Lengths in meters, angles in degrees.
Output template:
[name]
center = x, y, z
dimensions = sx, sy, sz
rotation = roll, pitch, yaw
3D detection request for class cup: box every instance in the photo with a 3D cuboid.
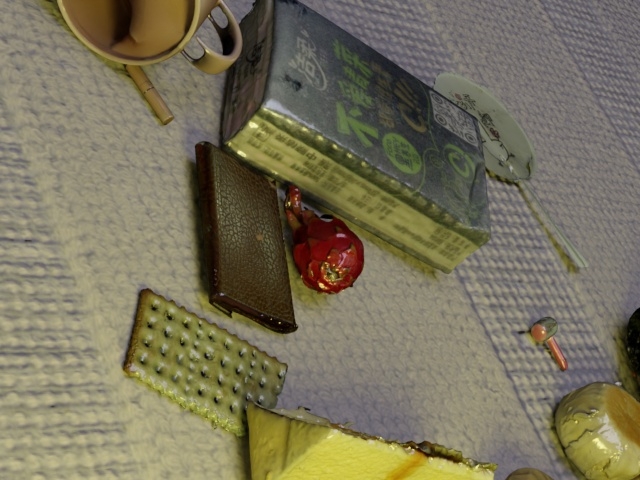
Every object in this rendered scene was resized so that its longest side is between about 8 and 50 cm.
[cup]
center = -0.194, -0.331, 1.842
dimensions = 0.253, 0.191, 0.200
rotation = 45, 31, -11

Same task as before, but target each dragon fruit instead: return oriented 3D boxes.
[dragon fruit]
center = 0.000, 0.000, 1.825
dimensions = 0.094, 0.094, 0.190
rotation = 20, 26, -35

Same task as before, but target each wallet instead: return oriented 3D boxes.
[wallet]
center = -0.097, -0.003, 1.757
dimensions = 0.133, 0.039, 0.243
rotation = 27, 39, -38

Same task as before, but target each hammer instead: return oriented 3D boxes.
[hammer]
center = 0.342, 0.154, 2.094
dimensions = 0.052, 0.031, 0.083
rotation = -24, 86, -52

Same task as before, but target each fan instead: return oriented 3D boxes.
[fan]
center = 0.314, -0.119, 2.339
dimensions = 0.233, 0.012, 0.415
rotation = -6, 58, -49

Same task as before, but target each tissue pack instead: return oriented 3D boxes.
[tissue pack]
center = 0.056, -0.157, 2.000
dimensions = 0.394, 0.124, 0.288
rotation = 29, 36, -24

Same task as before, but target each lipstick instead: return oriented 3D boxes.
[lipstick]
center = -0.219, -0.190, 1.821
dimensions = 0.094, 0.019, 0.019
rotation = 55, 35, 11

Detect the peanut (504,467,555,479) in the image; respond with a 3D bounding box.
[peanut]
center = 0.305, 0.384, 1.751
dimensions = 0.233, 0.110, 0.197
rotation = 19, 44, -33

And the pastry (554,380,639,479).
[pastry]
center = 0.405, 0.271, 1.990
dimensions = 0.166, 0.088, 0.166
rotation = 28, 40, -26

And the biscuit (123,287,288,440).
[biscuit]
center = -0.127, 0.145, 1.596
dimensions = 0.203, 0.016, 0.144
rotation = 32, 37, -20

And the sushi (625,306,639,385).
[sushi]
center = 0.576, 0.216, 2.162
dimensions = 0.211, 0.171, 0.350
rotation = 27, 39, -24

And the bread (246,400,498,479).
[bread]
center = 0.042, 0.253, 1.587
dimensions = 0.266, 0.142, 0.178
rotation = 24, 4, -35
